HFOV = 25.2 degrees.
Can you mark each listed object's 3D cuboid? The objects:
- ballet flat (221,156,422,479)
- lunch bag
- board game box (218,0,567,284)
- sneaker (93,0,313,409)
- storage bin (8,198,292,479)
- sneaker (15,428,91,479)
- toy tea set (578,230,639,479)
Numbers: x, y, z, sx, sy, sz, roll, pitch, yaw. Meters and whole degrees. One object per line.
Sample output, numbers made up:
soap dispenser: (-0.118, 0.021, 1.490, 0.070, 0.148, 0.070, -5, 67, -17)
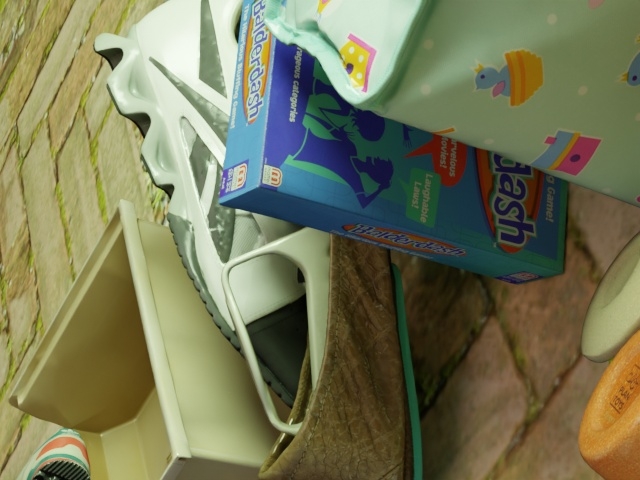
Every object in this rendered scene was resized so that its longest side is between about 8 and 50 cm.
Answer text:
ballet flat: (0.000, 0.000, 0.893, 0.116, 0.124, 0.343, 177, 93, -84)
lunch bag: (0.129, -0.172, 0.713, 0.262, 0.223, 0.160, -66, 31, 14)
board game box: (0.051, -0.075, 0.817, 0.047, 0.210, 0.160, -18, 63, 55)
sneaker: (-0.028, -0.035, 0.984, 0.146, 0.122, 0.331, -28, 79, 11)
storage bin: (-0.139, 0.160, 1.124, 0.260, 0.123, 0.262, -56, 36, 30)
sneaker: (-0.207, 0.211, 1.054, 0.075, 0.057, 0.161, -102, 34, -65)
toy tea set: (0.238, 0.004, 0.603, 0.336, 0.124, 0.200, -55, 6, 37)
